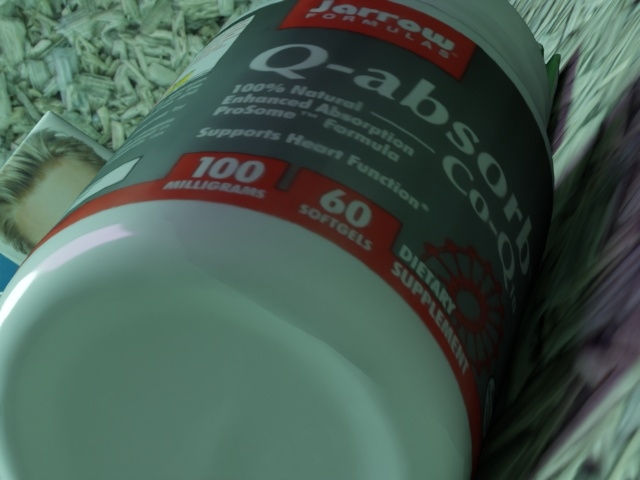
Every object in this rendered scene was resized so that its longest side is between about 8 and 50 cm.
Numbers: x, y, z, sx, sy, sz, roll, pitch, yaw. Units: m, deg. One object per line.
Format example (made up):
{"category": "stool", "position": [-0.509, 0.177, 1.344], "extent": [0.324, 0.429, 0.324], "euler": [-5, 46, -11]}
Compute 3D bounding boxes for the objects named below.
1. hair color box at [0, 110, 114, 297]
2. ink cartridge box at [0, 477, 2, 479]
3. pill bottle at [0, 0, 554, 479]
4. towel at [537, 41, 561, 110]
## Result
{"category": "hair color box", "position": [-0.168, 0.050, 1.589], "extent": [0.105, 0.347, 0.174], "euler": [-53, 5, 49]}
{"category": "ink cartridge box", "position": [-0.171, 0.183, 1.377], "extent": [0.176, 0.069, 0.371], "euler": [-30, -9, -15]}
{"category": "pill bottle", "position": [0.000, 0.000, 0.818], "extent": [0.210, 0.210, 0.363], "euler": [-54, 4, 33]}
{"category": "towel", "position": [0.065, 0.018, 1.217], "extent": [0.325, 0.038, 0.248], "euler": [-55, 4, 24]}
